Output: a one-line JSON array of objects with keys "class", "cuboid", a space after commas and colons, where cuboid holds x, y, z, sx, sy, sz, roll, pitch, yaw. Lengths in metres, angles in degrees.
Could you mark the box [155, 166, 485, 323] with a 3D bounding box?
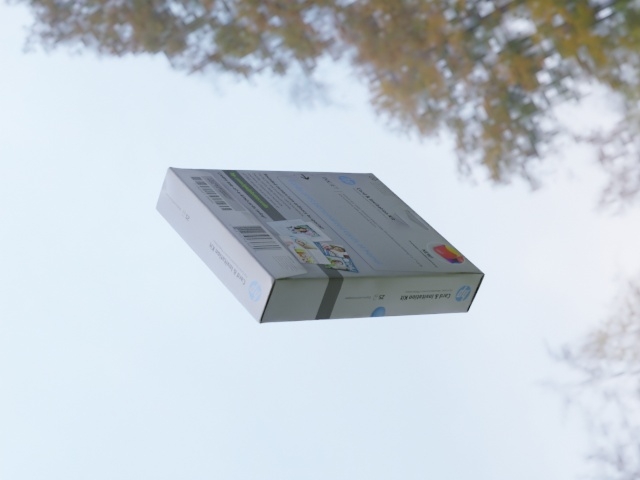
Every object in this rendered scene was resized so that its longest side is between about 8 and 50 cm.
[{"class": "box", "cuboid": [0.000, 0.000, 1.006, 0.186, 0.038, 0.145, -2, -147, -39]}]
